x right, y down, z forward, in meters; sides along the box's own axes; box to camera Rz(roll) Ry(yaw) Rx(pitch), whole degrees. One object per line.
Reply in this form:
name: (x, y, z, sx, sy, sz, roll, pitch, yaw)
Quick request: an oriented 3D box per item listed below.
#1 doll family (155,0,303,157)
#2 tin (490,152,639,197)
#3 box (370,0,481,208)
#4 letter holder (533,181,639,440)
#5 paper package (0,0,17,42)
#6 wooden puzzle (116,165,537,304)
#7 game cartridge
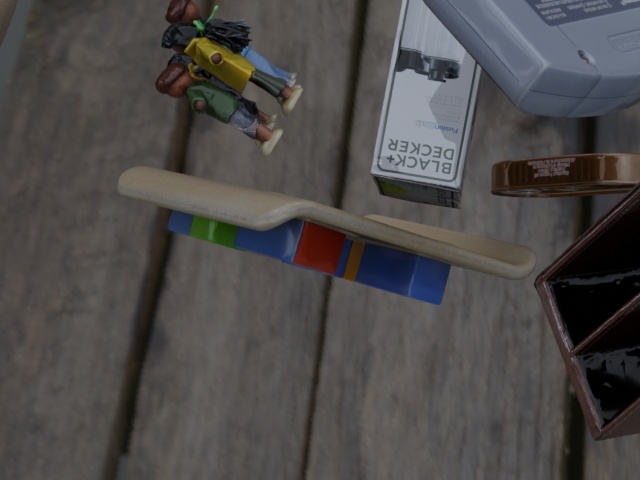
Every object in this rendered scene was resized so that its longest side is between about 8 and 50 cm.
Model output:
doll family: (-0.072, -0.125, 1.140, 0.111, 0.193, 0.076, 30, 93, -8)
tin: (0.266, -0.067, 1.641, 0.189, 0.106, 0.040, -2, 82, 37)
box: (0.120, -0.185, 1.540, 0.087, 0.169, 0.290, 10, 87, 6)
letter holder: (0.371, 0.036, 1.290, 0.301, 0.214, 0.152, -6, 65, -25)
paper package: (-0.447, -0.209, 1.422, 0.309, 0.168, 0.325, 24, 12, -11)
wooden puzzle: (0.000, 0.000, 1.659, 0.322, 0.347, 0.081, 13, 92, 54)
game cartridge: (0.187, -0.187, 1.232, 0.196, 0.060, 0.294, 48, 35, 17)
